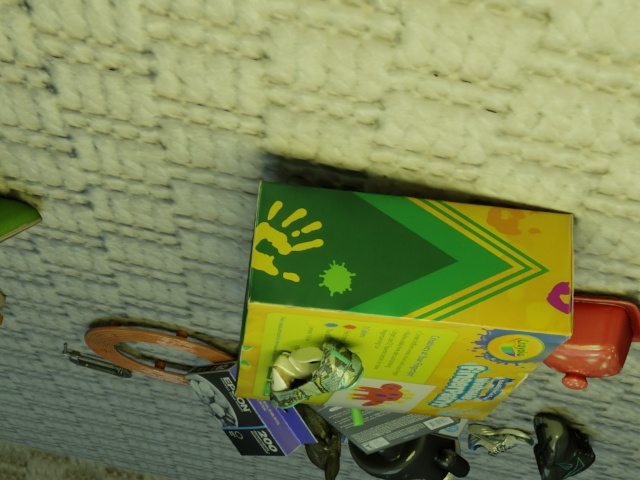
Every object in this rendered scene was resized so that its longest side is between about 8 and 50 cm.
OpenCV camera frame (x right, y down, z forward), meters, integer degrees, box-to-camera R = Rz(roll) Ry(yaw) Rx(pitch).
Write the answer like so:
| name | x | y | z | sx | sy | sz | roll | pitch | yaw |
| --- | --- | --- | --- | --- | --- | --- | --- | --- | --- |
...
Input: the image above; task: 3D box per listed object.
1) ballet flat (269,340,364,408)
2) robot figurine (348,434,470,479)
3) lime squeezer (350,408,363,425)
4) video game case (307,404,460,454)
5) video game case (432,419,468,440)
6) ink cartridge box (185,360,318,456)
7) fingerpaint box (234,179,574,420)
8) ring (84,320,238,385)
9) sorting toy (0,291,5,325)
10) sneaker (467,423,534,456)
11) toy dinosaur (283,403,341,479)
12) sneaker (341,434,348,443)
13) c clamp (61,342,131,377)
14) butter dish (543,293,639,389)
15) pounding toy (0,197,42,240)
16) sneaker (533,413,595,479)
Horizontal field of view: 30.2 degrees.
| name | x | y | z | sx | sy | sz | roll | pitch | yaw |
| --- | --- | --- | --- | --- | --- | --- | --- | --- | --- |
| ballet flat | -0.021 | 0.156 | 1.432 | 0.070 | 0.070 | 0.188 | 24 | 150 | -27 |
| robot figurine | 0.159 | 0.391 | 2.271 | 0.174 | 0.209 | 0.278 | -36 | 142 | 9 |
| lime squeezer | -0.008 | 0.147 | 1.800 | 0.059 | 0.110 | 0.310 | 24 | -166 | -43 |
| video game case | 0.068 | 0.244 | 1.919 | 0.196 | 0.026 | 0.274 | -26 | 125 | 33 |
| video game case | 0.132 | 0.215 | 1.920 | 0.275 | 0.035 | 0.248 | 15 | 137 | -5 |
| ink cartridge box | -0.131 | 0.315 | 2.219 | 0.208 | 0.045 | 0.206 | -14 | 114 | 49 |
| fingerpaint box | 0.085 | 0.093 | 1.537 | 0.371 | 0.163 | 0.445 | 6 | 159 | -3 |
| ring | -0.293 | 0.222 | 2.314 | 0.337 | 0.032 | 0.336 | 10 | 159 | 4 |
| sorting toy | -0.705 | 0.083 | 2.199 | 0.229 | 0.041 | 0.307 | 6 | 158 | 6 |
| sneaker | 0.354 | 0.402 | 2.348 | 0.135 | 0.058 | 0.052 | 2 | 156 | 26 |
| toy dinosaur | -0.005 | 0.364 | 2.283 | 0.313 | 0.121 | 0.160 | 49 | 158 | 23 |
| sneaker | 0.063 | 0.383 | 2.462 | 0.211 | 0.080 | 0.081 | 17 | 154 | -38 |
| c clamp | -0.478 | 0.264 | 2.537 | 0.161 | 0.022 | 0.137 | 18 | 158 | -11 |
| butter dish | 0.354 | 0.145 | 1.620 | 0.160 | 0.118 | 0.160 | 4 | 157 | 21 |
| pounding toy | -0.510 | -0.030 | 1.678 | 0.183 | 0.110 | 0.237 | -25 | -174 | 14 |
| sneaker | 0.457 | 0.381 | 2.225 | 0.106 | 0.101 | 0.267 | -12 | 154 | 4 |
